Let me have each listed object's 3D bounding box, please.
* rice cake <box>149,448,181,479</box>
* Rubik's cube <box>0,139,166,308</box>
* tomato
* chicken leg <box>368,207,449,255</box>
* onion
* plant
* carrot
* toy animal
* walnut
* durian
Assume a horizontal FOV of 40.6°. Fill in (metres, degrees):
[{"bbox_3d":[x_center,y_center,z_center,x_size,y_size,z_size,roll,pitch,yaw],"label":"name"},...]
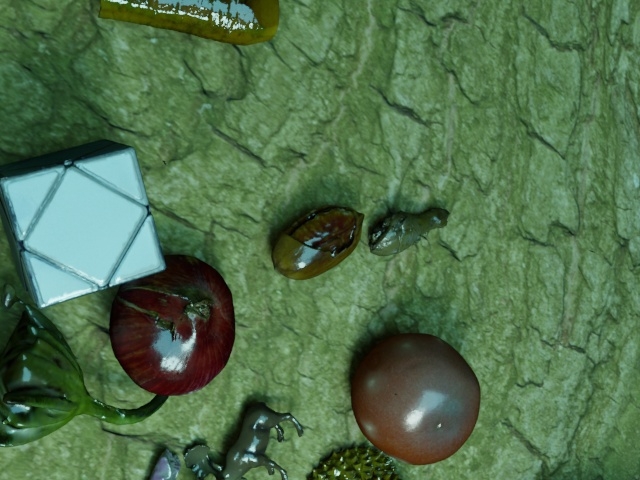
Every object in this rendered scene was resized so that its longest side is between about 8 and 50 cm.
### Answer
[{"bbox_3d":[-0.315,0.509,1.566,0.049,0.055,0.269,22,91,-23],"label":"rice cake"},{"bbox_3d":[-0.384,-0.033,1.355,0.205,0.205,0.207,-17,106,-23],"label":"Rubik's cube"},{"bbox_3d":[0.188,0.309,1.692,0.256,0.224,0.255,-5,107,-18],"label":"tomato"},{"bbox_3d":[0.181,-0.026,1.715,0.198,0.069,0.084,-19,108,-30],"label":"chicken leg"},{"bbox_3d":[-0.237,0.141,1.466,0.248,0.161,0.248,-3,94,-59],"label":"onion"},{"bbox_3d":[-0.379,0.238,1.383,0.334,0.180,0.251,20,44,-20],"label":"plant"},{"bbox_3d":[-0.218,-0.393,1.433,0.302,0.114,0.114,5,96,-23],"label":"carrot"},{"bbox_3d":[-0.150,0.402,1.618,0.186,0.094,0.214,24,80,-32],"label":"toy animal"},{"bbox_3d":[0.000,0.000,1.606,0.207,0.116,0.115,-28,110,-20],"label":"walnut"},{"bbox_3d":[0.090,0.520,1.729,0.250,0.138,0.183,10,103,-21],"label":"durian"}]
